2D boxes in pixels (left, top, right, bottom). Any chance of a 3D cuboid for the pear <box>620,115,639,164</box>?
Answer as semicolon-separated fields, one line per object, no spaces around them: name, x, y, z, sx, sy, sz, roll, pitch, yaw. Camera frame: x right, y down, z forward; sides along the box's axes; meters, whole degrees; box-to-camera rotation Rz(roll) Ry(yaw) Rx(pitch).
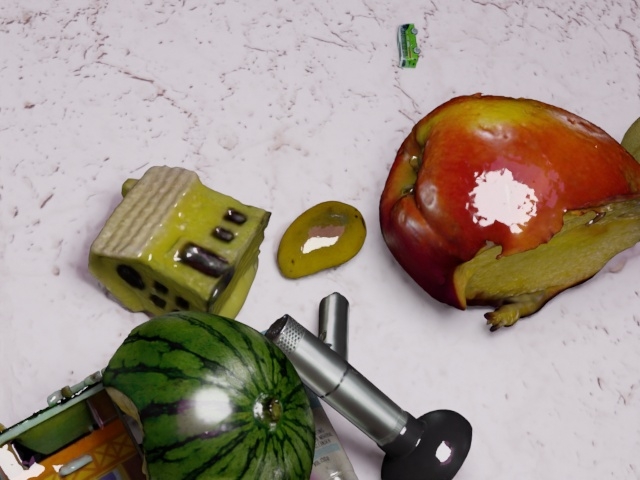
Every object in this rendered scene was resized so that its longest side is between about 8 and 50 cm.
pear;0.598;-0.148;2.267;0.167;0.136;0.167;5;59;-9

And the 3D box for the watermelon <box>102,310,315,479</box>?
watermelon;-0.106;0.245;1.636;0.331;0.189;0.330;7;81;-48

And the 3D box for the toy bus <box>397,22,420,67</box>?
toy bus;0.155;-0.344;2.316;0.037;0.031;0.083;0;60;-5

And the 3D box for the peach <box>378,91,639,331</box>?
peach;0.314;-0.055;2.011;0.417;0.339;0.353;19;58;-10

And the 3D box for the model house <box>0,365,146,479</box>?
model house;-0.281;0.333;1.718;0.358;0.242;0.312;-29;94;-39

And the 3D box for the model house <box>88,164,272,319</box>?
model house;-0.216;0.016;1.935;0.234;0.174;0.193;24;57;11

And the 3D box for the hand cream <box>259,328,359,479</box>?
hand cream;-0.030;0.258;1.891;0.111;0.070;0.312;-22;65;-23

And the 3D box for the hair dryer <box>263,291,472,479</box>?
hair dryer;0.079;0.181;1.893;0.320;0.156;0.284;46;34;-8

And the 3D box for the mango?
mango;0.000;0.000;2.046;0.161;0.076;0.103;-34;81;-21
